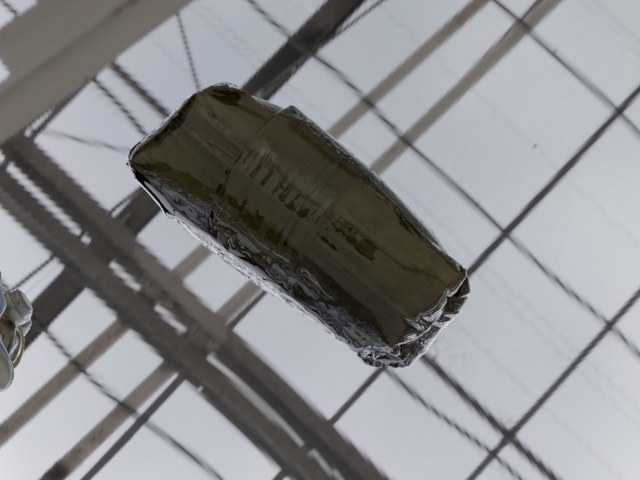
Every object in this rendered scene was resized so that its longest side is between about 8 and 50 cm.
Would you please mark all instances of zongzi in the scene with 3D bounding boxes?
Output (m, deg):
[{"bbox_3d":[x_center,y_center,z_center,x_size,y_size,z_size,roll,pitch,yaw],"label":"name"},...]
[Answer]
[{"bbox_3d":[0.000,0.000,1.203,0.286,0.300,0.138,38,-94,12],"label":"zongzi"}]

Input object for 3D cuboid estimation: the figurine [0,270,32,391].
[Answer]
[{"bbox_3d":[-0.355,0.058,1.333,0.128,0.184,0.208,-34,-109,-4],"label":"figurine"}]
